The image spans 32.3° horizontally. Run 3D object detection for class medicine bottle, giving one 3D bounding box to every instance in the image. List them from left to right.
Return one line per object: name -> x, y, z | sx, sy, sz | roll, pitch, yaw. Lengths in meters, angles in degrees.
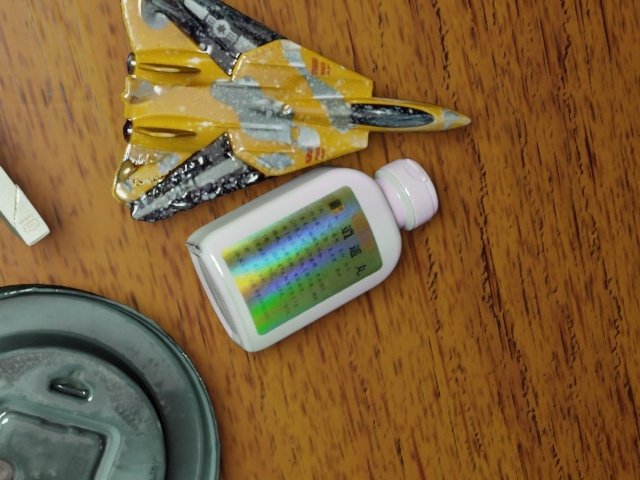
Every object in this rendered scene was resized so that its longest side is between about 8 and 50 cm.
medicine bottle -> 0.000, 0.000, 0.976 | 0.219, 0.078, 0.115 | -29, 106, -17

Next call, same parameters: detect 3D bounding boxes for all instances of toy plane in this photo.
toy plane -> -0.018, -0.115, 0.947 | 0.316, 0.103, 0.204 | 0, 100, -30

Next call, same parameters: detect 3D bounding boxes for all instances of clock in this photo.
clock -> -0.238, 0.186, 0.910 | 0.313, 0.061, 0.312 | -4, 99, -23

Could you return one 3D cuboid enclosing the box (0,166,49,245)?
box -> -0.271, -0.071, 0.842 | 0.024, 0.090, 0.167 | -39, 111, -14
